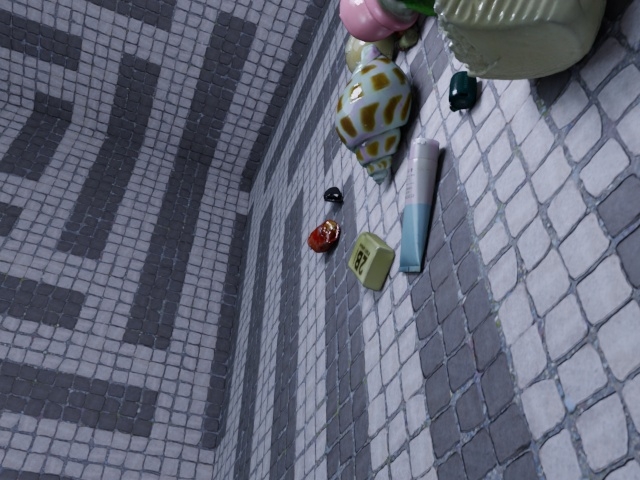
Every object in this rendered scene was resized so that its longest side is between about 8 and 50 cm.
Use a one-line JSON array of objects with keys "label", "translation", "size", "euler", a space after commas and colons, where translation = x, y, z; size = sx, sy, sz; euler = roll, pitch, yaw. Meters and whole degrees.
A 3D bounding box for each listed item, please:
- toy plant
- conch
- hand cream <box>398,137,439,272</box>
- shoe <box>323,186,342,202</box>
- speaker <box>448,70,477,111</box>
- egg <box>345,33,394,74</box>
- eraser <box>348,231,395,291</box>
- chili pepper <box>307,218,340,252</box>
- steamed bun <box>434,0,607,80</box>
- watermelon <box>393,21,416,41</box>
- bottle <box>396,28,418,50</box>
[{"label": "toy plant", "translation": [0.206, -0.699, 1.682], "size": [0.317, 0.211, 0.356], "euler": [-42, 22, -32]}, {"label": "conch", "translation": [0.154, -0.355, 1.664], "size": [0.249, 0.197, 0.368], "euler": [-14, -58, -65]}, {"label": "hand cream", "translation": [0.231, -0.079, 1.379], "size": [0.111, 0.070, 0.313], "euler": [174, 104, -72]}, {"label": "shoe", "translation": [0.041, -0.166, 2.098], "size": [0.159, 0.062, 0.053], "euler": [-133, 48, -77]}, {"label": "speaker", "translation": [0.309, -0.327, 1.323], "size": [0.094, 0.060, 0.076], "euler": [136, 148, -62]}, {"label": "egg", "translation": [0.167, -0.628, 1.956], "size": [0.164, 0.164, 0.202], "euler": [-96, 23, -55]}, {"label": "eraser", "translation": [0.131, 0.051, 1.567], "size": [0.172, 0.058, 0.117], "euler": [-124, 53, -71]}, {"label": "chili pepper", "translation": [0.000, 0.000, 2.041], "size": [0.086, 0.084, 0.192], "euler": [-44, 0, -33]}, {"label": "steamed bun", "translation": [0.351, -0.414, 0.996], "size": [0.272, 0.273, 0.291], "euler": [12, -80, -62]}, {"label": "watermelon", "translation": [0.257, -0.708, 1.884], "size": [0.163, 0.068, 0.087], "euler": [169, 117, -75]}, {"label": "bottle", "translation": [0.264, -0.612, 1.817], "size": [0.063, 0.047, 0.101], "euler": [-33, 5, -11]}]
